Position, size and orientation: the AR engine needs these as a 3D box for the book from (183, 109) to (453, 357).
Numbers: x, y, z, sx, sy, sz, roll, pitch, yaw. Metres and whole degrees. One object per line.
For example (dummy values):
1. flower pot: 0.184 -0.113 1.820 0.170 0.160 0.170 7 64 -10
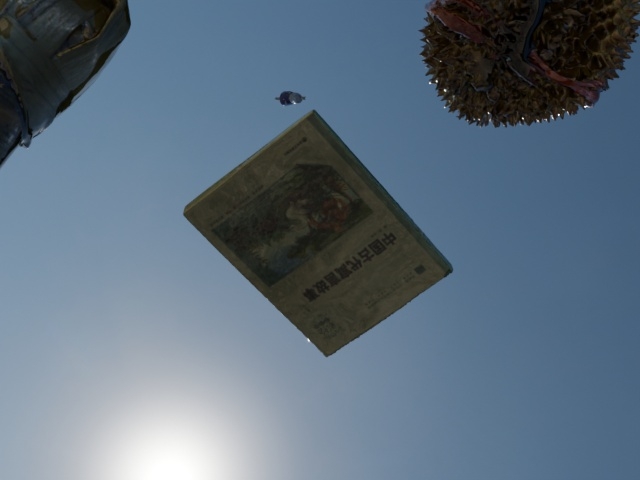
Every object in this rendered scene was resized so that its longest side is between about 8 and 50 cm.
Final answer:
1. book: 0.000 0.000 1.103 0.215 0.283 0.025 -36 -154 19

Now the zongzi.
1. zongzi: -0.291 -0.127 0.547 0.260 0.289 0.123 43 -32 -13

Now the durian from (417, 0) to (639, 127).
1. durian: 0.326 -0.352 1.418 0.384 0.348 0.347 -49 -118 32

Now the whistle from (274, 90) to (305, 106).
1. whistle: -0.062 -0.272 1.726 0.083 0.033 0.029 9 -80 53
